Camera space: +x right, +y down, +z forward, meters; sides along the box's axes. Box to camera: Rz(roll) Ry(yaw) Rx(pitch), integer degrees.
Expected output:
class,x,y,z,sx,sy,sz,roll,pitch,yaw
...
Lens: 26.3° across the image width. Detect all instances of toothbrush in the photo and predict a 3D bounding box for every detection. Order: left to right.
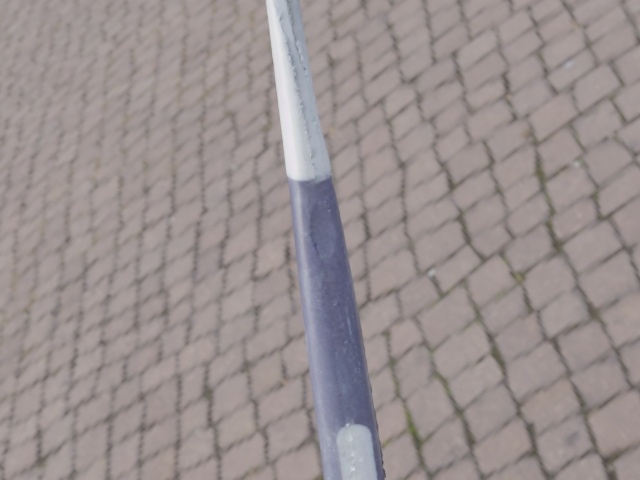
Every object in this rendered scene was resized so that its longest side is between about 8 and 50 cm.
class,x,y,z,sx,sy,sz,roll,pitch,yaw
toothbrush,0.000,0.000,0.422,0.024,0.288,0.026,-8,24,-2
